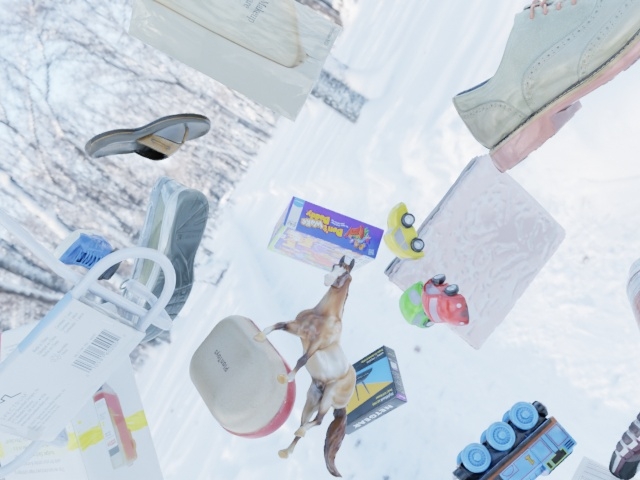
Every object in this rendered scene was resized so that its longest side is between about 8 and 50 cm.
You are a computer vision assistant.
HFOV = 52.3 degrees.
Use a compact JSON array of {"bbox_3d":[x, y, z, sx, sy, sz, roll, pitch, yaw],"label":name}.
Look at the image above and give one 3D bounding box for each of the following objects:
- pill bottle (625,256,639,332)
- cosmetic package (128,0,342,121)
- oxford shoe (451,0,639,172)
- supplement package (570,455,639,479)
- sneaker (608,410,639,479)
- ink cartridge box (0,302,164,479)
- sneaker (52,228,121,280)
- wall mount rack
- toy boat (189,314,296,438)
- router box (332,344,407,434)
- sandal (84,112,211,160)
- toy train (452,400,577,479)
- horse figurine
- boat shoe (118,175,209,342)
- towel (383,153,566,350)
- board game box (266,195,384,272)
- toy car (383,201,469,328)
[{"bbox_3d":[0.666,0.115,1.265,0.121,0.121,0.216,-55,3,30],"label":"pill bottle"},{"bbox_3d":[-0.138,-0.348,1.081,0.113,0.309,0.160,-54,13,53],"label":"cosmetic package"},{"bbox_3d":[0.310,-0.251,0.785,0.397,0.146,0.140,-47,-7,39],"label":"oxford shoe"},{"bbox_3d":[0.481,0.518,1.067,0.262,0.198,0.199,1,-74,-60],"label":"supplement package"},{"bbox_3d":[0.589,0.323,1.038,0.106,0.162,0.281,-15,-47,-41],"label":"sneaker"},{"bbox_3d":[-0.476,0.337,1.222,0.279,0.385,0.160,-17,-2,35],"label":"ink cartridge box"},{"bbox_3d":[-0.374,0.028,1.069,0.058,0.084,0.152,-47,2,3],"label":"sneaker"},{"bbox_3d":[-0.350,0.097,0.740,0.350,0.304,0.130,-48,45,0],"label":"wall mount rack"},{"bbox_3d":[-0.113,0.240,1.106,0.151,0.151,0.231,-51,37,0],"label":"toy boat"},{"bbox_3d":[0.102,0.336,1.461,0.179,0.046,0.133,-38,42,27],"label":"router box"},{"bbox_3d":[-0.294,-0.168,1.136,0.219,0.060,0.090,-17,-11,-26],"label":"sandal"},{"bbox_3d":[0.285,0.321,0.969,0.184,0.105,0.080,-36,-23,-14],"label":"toy train"},{"bbox_3d":[-0.002,0.172,0.852,0.066,0.263,0.174,2,23,34],"label":"horse figurine"},{"bbox_3d":[-0.306,0.040,1.230,0.118,0.103,0.321,-8,-59,-56],"label":"boat shoe"},{"bbox_3d":[0.336,0.030,1.388,0.332,0.317,0.053,-52,27,2],"label":"towel"},{"bbox_3d":[0.000,0.000,1.677,0.347,0.233,0.078,136,154,-75],"label":"board game box"},{"bbox_3d":[0.159,0.083,1.071,0.225,0.053,0.239,83,165,-54],"label":"toy car"}]
